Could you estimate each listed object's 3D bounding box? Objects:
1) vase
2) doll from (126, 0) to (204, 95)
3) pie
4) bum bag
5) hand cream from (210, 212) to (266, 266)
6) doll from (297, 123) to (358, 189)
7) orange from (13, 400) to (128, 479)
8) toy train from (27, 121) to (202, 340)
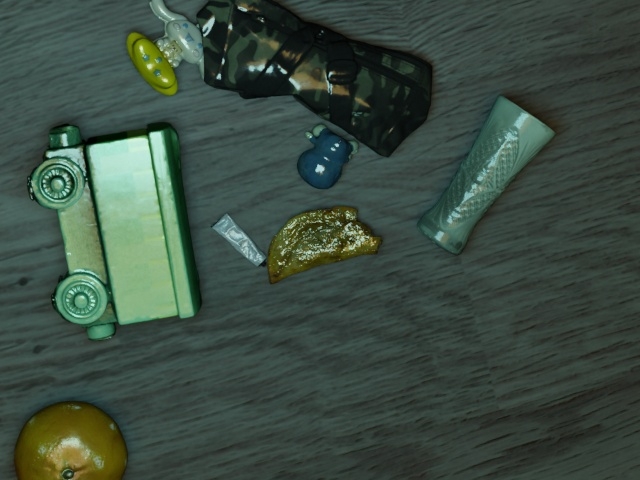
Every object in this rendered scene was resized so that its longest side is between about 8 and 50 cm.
[{"bbox_3d":[0.223,-0.086,1.792,0.096,0.096,0.219,33,99,-10],"label":"vase"},{"bbox_3d":[-0.193,-0.249,1.741,0.135,0.071,0.113,31,78,-16],"label":"doll"},{"bbox_3d":[0.000,0.000,1.816,0.170,0.034,0.092,-13,104,3],"label":"pie"},{"bbox_3d":[-0.011,-0.228,1.741,0.340,0.095,0.144,22,83,-10],"label":"bum bag"},{"bbox_3d":[-0.111,0.003,1.817,0.030,0.019,0.093,-44,95,6],"label":"hand cream"},{"bbox_3d":[0.003,-0.114,1.787,0.076,0.050,0.083,30,99,-6],"label":"doll"},{"bbox_3d":[-0.346,0.300,1.795,0.156,0.124,0.156,0,102,-2],"label":"orange"},{"bbox_3d":[-0.273,-0.015,1.743,0.202,0.120,0.300,-9,102,-6],"label":"toy train"}]
